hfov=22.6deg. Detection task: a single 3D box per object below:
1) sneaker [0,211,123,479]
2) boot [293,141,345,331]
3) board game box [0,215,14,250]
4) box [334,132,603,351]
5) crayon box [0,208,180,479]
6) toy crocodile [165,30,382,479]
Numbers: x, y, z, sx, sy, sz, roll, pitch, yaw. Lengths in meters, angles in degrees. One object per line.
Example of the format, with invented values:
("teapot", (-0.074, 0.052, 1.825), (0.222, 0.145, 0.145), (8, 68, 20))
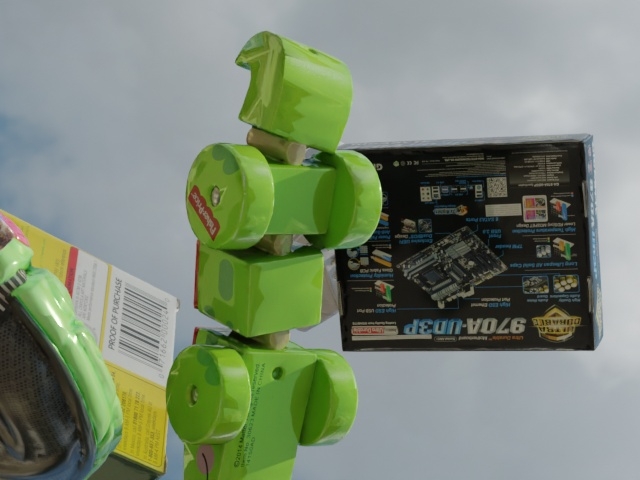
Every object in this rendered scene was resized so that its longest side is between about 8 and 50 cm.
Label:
("sneaker", (-0.281, 0.139, 1.018), (0.185, 0.202, 0.483), (52, -41, 5))
("boot", (0.000, 0.000, 1.668), (0.258, 0.123, 0.095), (-48, -157, 45))
("board game box", (-0.297, -0.067, 0.778), (0.141, 0.232, 0.291), (-44, -157, -4))
("box", (0.120, 0.003, 1.332), (0.220, 0.051, 0.175), (-2, -80, 18))
("crayon box", (-0.273, 0.073, 1.325), (0.081, 0.318, 0.202), (-40, -147, 34))
("toy crocodile", (-0.041, 0.036, 1.041), (0.105, 0.115, 0.341), (20, -73, 51))
